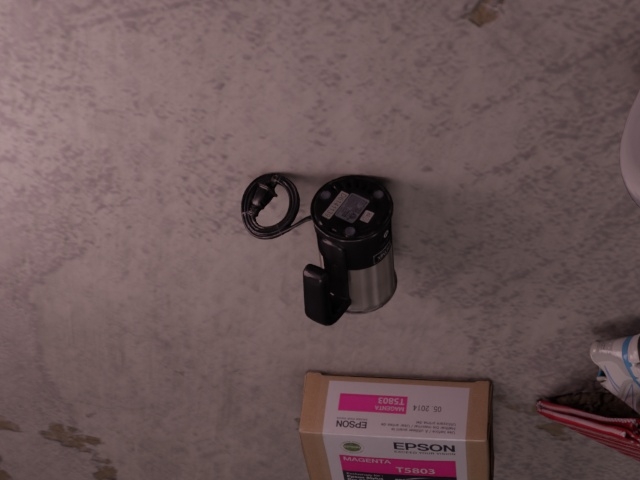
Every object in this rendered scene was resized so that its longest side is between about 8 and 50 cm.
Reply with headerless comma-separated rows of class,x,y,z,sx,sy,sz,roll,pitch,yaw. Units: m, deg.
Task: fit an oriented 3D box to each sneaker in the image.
sneaker,0.365,0.163,1.663,0.082,0.071,0.191,-1,142,35

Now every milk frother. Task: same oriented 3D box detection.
milk frother,0.000,0.000,1.498,0.143,0.129,0.135,43,156,30

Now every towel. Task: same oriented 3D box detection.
towel,0.415,0.258,1.734,0.274,0.031,0.199,26,171,-22

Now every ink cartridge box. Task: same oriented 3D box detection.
ink cartridge box,0.100,0.255,1.814,0.234,0.088,0.193,2,145,10

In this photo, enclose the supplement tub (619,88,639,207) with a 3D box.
supplement tub,0.442,-0.043,1.235,0.338,0.207,0.207,28,140,-24
